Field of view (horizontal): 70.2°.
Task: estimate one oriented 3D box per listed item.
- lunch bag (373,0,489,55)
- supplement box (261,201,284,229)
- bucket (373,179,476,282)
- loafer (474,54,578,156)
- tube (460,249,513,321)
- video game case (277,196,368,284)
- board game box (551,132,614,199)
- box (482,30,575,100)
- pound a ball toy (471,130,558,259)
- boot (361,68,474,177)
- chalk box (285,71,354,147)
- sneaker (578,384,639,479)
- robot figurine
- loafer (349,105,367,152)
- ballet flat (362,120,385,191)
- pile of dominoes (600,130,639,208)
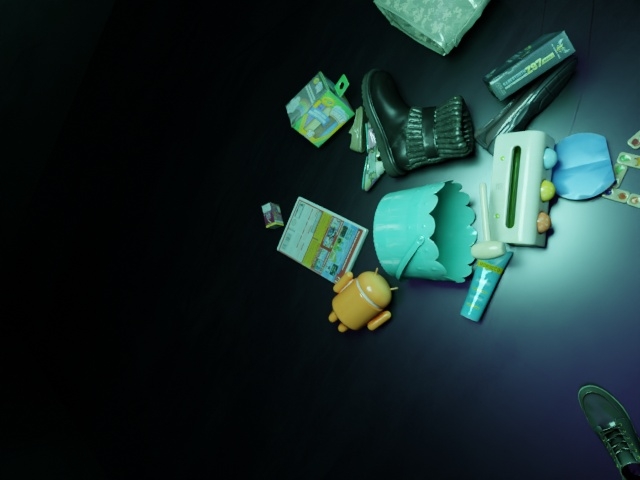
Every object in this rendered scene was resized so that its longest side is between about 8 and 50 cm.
[{"bbox_3d":[0.342,-0.682,1.287,0.235,0.169,0.287,-51,59,17],"label":"lunch bag"},{"bbox_3d":[-0.168,-0.086,1.597,0.043,0.055,0.083,-21,74,27],"label":"supplement box"},{"bbox_3d":[0.279,-0.017,1.209,0.183,0.281,0.281,-4,83,39],"label":"bucket"},{"bbox_3d":[0.526,-0.364,1.188,0.095,0.109,0.303,48,112,29],"label":"loafer"},{"bbox_3d":[0.441,0.115,1.229,0.080,0.052,0.207,22,91,23],"label":"tube"},{"bbox_3d":[0.000,0.000,1.508,0.285,0.025,0.204,28,99,30],"label":"video game case"},{"bbox_3d":[0.649,-0.182,1.140,0.133,0.033,0.169,-13,74,34],"label":"board game box"},{"bbox_3d":[0.506,-0.434,1.134,0.183,0.233,0.059,-32,101,25],"label":"box"},{"bbox_3d":[0.486,-0.103,1.112,0.135,0.208,0.319,4,88,44],"label":"pound a ball toy"},{"bbox_3d":[0.279,-0.370,1.299,0.260,0.131,0.348,-19,86,41],"label":"boot"},{"bbox_3d":[0.013,-0.434,1.459,0.213,0.132,0.132,-38,43,22],"label":"chalk box"},{"bbox_3d":[0.666,0.438,1.021,0.083,0.118,0.222,-37,68,23],"label":"sneaker"},{"bbox_3d":[0.124,0.182,1.361,0.219,0.128,0.158,-45,51,21],"label":"robot figurine"},{"bbox_3d":[0.118,-0.354,1.453,0.050,0.056,0.148,2,87,24],"label":"loafer"},{"bbox_3d":[0.173,-0.262,1.410,0.079,0.077,0.222,3,86,11],"label":"ballet flat"},{"bbox_3d":[0.812,-0.155,1.035,0.251,0.040,0.196,24,98,29],"label":"pile of dominoes"}]
